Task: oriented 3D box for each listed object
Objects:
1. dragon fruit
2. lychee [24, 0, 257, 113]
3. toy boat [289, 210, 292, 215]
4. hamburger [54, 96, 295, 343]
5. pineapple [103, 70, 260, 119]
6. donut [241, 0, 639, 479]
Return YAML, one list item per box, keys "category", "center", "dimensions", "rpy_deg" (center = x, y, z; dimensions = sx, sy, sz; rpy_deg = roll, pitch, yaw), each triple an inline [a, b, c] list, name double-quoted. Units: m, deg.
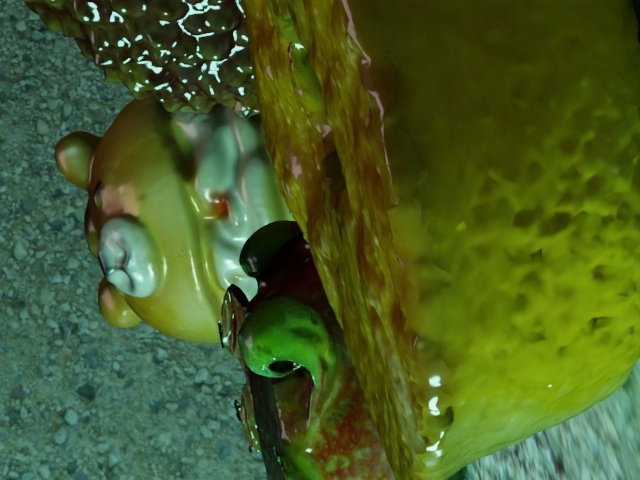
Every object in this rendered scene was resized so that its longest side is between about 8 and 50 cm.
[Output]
- category: "dragon fruit"
  center: [0.013, 0.122, 1.167]
  dimensions: [0.295, 0.130, 0.268]
  rpy_deg: [89, 168, -62]
- category: "lychee"
  center: [-0.074, -0.191, 0.885]
  dimensions: [0.271, 0.271, 0.271]
  rpy_deg: [168, 90, -85]
- category: "toy boat"
  center: [0.000, 0.000, 1.413]
  dimensions: [0.137, 0.061, 0.060]
  rpy_deg: [-110, 10, -61]
- category: "hamburger"
  center: [-0.113, -0.029, 1.632]
  dimensions: [0.276, 0.237, 0.276]
  rpy_deg: [166, 90, -85]
- category: "pineapple"
  center: [-0.087, -0.187, 1.480]
  dimensions: [0.186, 0.236, 0.114]
  rpy_deg: [-57, -18, -34]
- category: "donut"
  center: [0.039, -0.061, 0.655]
  dimensions: [0.303, 0.110, 0.303]
  rpy_deg: [166, 90, -84]
